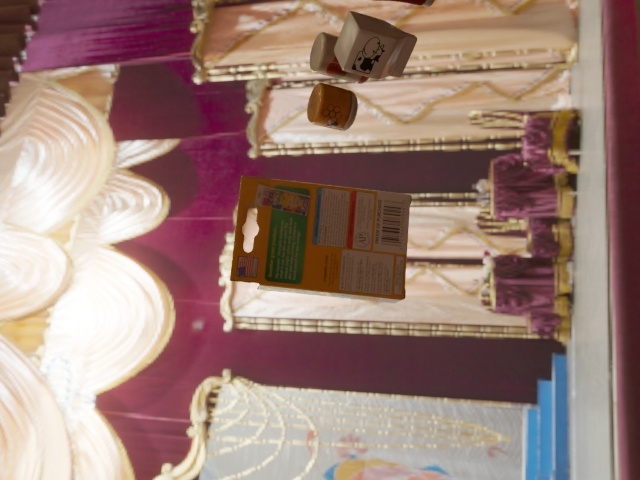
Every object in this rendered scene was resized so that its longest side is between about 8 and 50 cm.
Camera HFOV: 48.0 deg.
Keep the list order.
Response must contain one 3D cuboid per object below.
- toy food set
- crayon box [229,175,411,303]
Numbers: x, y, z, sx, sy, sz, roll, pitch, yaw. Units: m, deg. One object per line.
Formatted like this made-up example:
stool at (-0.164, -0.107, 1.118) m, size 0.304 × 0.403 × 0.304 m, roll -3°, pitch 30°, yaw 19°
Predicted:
toy food set at (0.071, -0.205, 0.650) m, size 0.111 × 0.104 × 0.232 m, roll -107°, pitch 34°, yaw -49°
crayon box at (0.000, 0.000, 1.353) m, size 0.083 × 0.323 × 0.203 m, roll 127°, pitch 149°, yaw -77°
